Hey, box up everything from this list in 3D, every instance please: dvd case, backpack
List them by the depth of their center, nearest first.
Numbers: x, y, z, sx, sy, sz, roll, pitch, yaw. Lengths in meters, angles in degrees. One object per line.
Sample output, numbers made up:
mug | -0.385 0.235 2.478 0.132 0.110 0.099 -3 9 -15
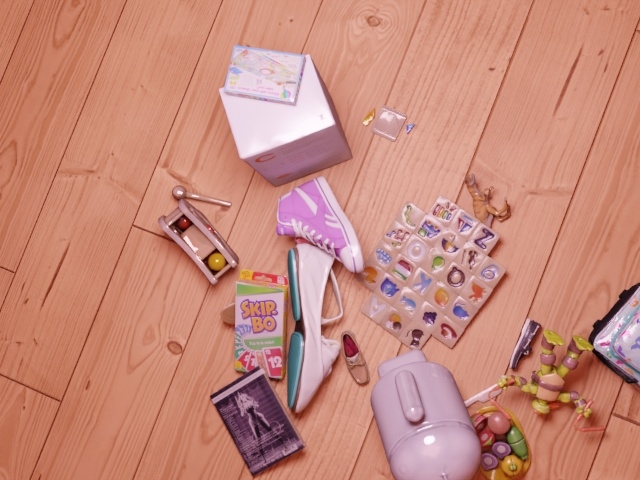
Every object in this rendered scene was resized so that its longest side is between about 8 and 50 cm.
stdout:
backpack | 0.750 0.230 1.770 0.253 0.191 0.225 41 90 6
dvd case | -0.152 0.432 1.946 0.164 0.018 0.221 -34 81 21

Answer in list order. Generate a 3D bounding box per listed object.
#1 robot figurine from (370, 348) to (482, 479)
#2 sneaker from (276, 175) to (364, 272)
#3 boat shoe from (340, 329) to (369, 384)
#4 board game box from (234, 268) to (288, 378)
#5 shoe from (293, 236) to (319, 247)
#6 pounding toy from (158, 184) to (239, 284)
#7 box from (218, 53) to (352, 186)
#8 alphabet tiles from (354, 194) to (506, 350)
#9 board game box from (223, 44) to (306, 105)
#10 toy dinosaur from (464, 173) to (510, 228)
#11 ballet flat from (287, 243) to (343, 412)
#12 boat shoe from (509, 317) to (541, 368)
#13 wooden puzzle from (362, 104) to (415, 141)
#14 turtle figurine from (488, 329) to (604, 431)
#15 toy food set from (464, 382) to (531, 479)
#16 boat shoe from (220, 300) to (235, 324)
robot figurine | 0.228 0.407 1.770 0.200 0.300 0.353 -26 42 8
sneaker | -0.010 -0.013 1.877 0.161 0.102 0.282 -23 52 -8
boat shoe | 0.078 0.280 1.933 0.050 0.045 0.135 -24 81 6
board game box | -0.141 0.199 1.924 0.124 0.039 0.259 8 108 16
shoe | 0.000 0.000 1.969 0.178 0.063 0.081 39 92 16
pounding toy | -0.283 -0.040 1.968 0.155 0.154 0.269 -41 80 3
box | -0.068 -0.262 1.861 0.215 0.345 0.168 -20 81 6
alphabet tiles | 0.258 0.079 1.922 0.285 0.011 0.342 35 98 10
board game box | -0.116 -0.344 1.688 0.154 0.026 0.103 11 83 11
toy dinosaur | 0.392 -0.059 1.924 0.112 0.064 0.211 -9 95 19
ballet flat | -0.010 0.207 1.914 0.139 0.139 0.400 0 90 9
boat shoe | 0.473 0.243 1.877 0.038 0.046 0.125 22 79 15
wooden puzzle | 0.167 -0.288 1.996 0.116 0.014 0.078 33 94 11
turtle figurine | 0.527 0.313 1.809 0.269 0.087 0.217 17 112 5
toy food set | 0.400 0.450 1.852 0.128 0.071 0.218 -23 81 6
boat shoe | -0.161 0.156 1.978 0.170 0.059 0.063 -16 112 0
